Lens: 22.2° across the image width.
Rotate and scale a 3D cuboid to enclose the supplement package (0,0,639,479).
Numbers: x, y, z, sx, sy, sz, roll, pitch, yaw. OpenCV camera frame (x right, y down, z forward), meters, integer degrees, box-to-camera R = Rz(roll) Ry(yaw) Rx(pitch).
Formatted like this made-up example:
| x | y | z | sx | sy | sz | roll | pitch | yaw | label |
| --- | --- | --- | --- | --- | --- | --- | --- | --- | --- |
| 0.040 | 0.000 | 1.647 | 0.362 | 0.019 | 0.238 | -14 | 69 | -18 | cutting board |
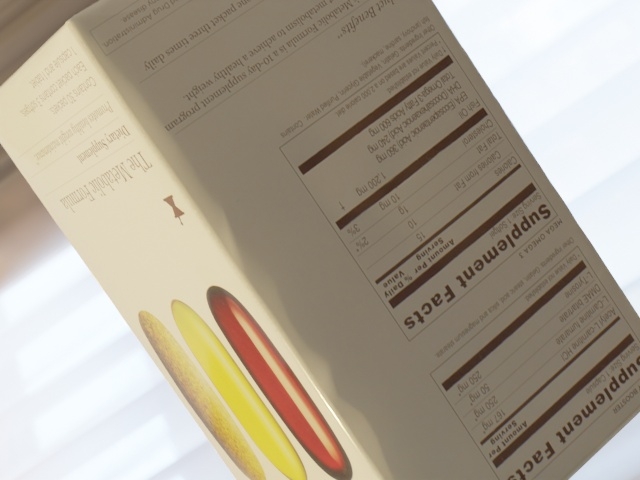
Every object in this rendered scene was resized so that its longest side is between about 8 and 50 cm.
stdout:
| x | y | z | sx | sy | sz | roll | pitch | yaw | label |
| --- | --- | --- | --- | --- | --- | --- | --- | --- | --- |
| 0.000 | 0.000 | 0.652 | 0.244 | 0.134 | 0.139 | 56 | 154 | -6 | supplement package |
